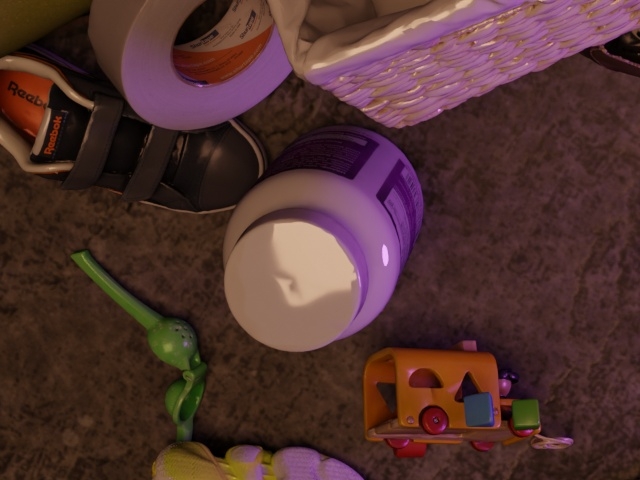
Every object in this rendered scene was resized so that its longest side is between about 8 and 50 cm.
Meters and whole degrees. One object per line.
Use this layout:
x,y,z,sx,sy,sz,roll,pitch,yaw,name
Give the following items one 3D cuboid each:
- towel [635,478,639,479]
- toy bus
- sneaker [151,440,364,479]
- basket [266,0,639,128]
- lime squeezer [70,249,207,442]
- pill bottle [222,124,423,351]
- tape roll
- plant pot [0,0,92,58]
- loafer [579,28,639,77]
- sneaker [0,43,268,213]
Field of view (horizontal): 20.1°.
0.317,0.365,1.916,0.275,0.031,0.199,-26,99,17,towel
0.142,0.156,1.846,0.191,0.202,0.104,-8,74,20,toy bus
-0.067,0.283,1.948,0.240,0.091,0.126,13,137,-2,sneaker
0.116,-0.308,1.579,0.328,0.266,0.331,-22,72,16,basket
-0.172,0.150,1.932,0.110,0.059,0.310,-15,103,14,lime squeezer
0.000,0.000,1.726,0.169,0.301,0.169,3,106,10,pill bottle
-0.111,-0.214,1.733,0.219,0.219,0.072,-54,52,19,tape roll
-0.339,-0.283,1.735,0.294,0.275,0.274,-10,104,9,plant pot
0.405,-0.174,1.691,0.366,0.130,0.133,8,107,9,loafer
-0.215,-0.103,1.833,0.321,0.127,0.126,20,107,3,sneaker
